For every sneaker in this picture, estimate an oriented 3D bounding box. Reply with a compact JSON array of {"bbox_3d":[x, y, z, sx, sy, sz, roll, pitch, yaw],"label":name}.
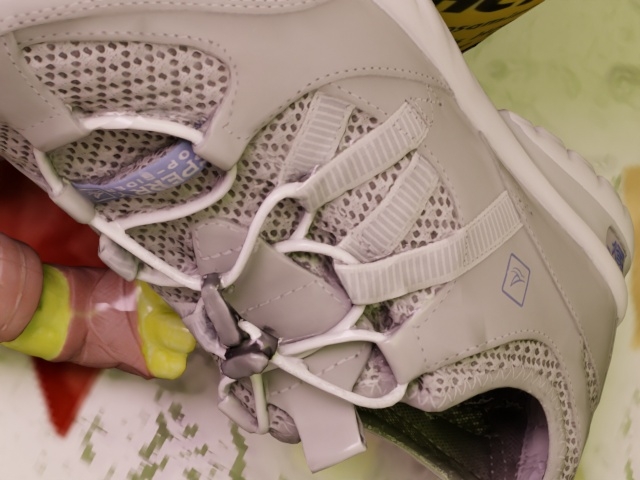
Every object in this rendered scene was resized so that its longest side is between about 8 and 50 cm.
[{"bbox_3d":[0.000,0.000,0.483,0.281,0.105,0.115,27,56,-40],"label":"sneaker"}]

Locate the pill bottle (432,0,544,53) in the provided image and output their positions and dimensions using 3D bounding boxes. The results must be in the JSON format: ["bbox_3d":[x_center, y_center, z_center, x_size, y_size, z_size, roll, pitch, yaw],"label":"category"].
[{"bbox_3d":[0.043,-0.163,0.479,0.188,0.334,0.188,5,76,-23],"label":"pill bottle"}]

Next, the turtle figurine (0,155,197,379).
[{"bbox_3d":[-0.143,0.003,0.493,0.217,0.087,0.269,1,62,-34],"label":"turtle figurine"}]
